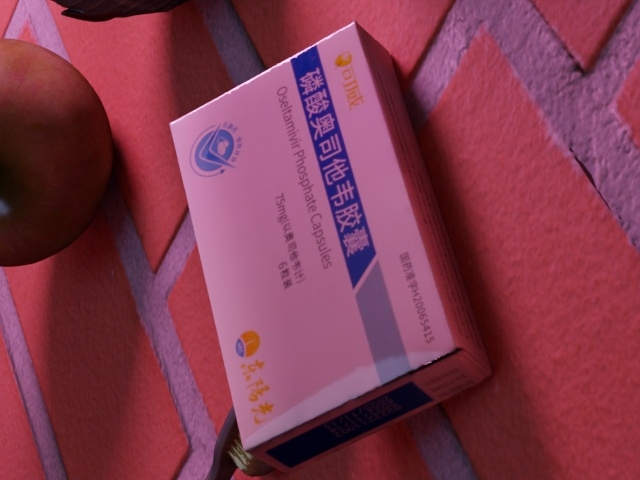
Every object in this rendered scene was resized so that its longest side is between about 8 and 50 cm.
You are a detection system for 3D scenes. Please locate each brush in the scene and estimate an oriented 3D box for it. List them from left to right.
[{"bbox_3d":[-0.067,0.206,1.653,0.060,0.068,0.297,49,131,25],"label":"brush"}]

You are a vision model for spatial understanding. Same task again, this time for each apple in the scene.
[{"bbox_3d":[-0.355,-0.103,2.022,0.234,0.257,0.256,-78,8,-70],"label":"apple"}]

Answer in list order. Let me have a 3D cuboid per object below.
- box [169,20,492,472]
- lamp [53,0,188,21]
[{"bbox_3d":[0.000,0.000,1.490,0.200,0.065,0.343,-27,55,18],"label":"box"},{"bbox_3d":[-0.210,-0.339,1.854,0.265,0.233,0.233,-26,61,43],"label":"lamp"}]
